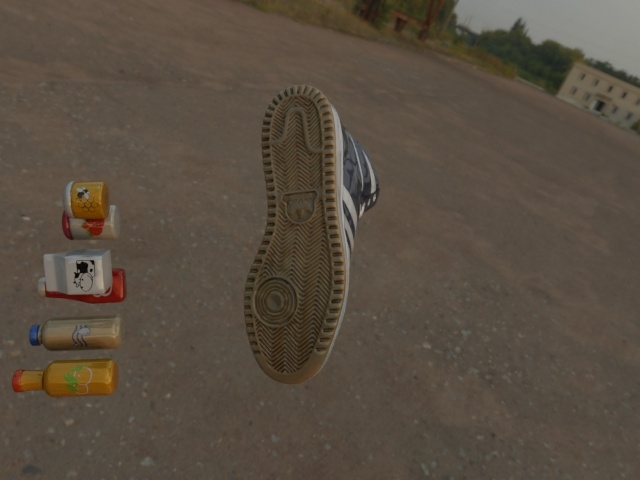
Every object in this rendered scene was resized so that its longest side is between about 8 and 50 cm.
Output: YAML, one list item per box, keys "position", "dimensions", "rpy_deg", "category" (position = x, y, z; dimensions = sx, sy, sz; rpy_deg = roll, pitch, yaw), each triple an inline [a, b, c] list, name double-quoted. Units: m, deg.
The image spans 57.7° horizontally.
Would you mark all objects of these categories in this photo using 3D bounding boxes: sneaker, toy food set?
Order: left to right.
- position: [-0.279, 0.049, 0.640]
  dimensions: [0.105, 0.232, 0.111]
  rpy_deg: [-1, 12, -7]
  category: "toy food set"
- position: [0.000, 0.000, 0.603]
  dimensions: [0.099, 0.282, 0.153]
  rpy_deg: [0, -7, 19]
  category: "sneaker"
